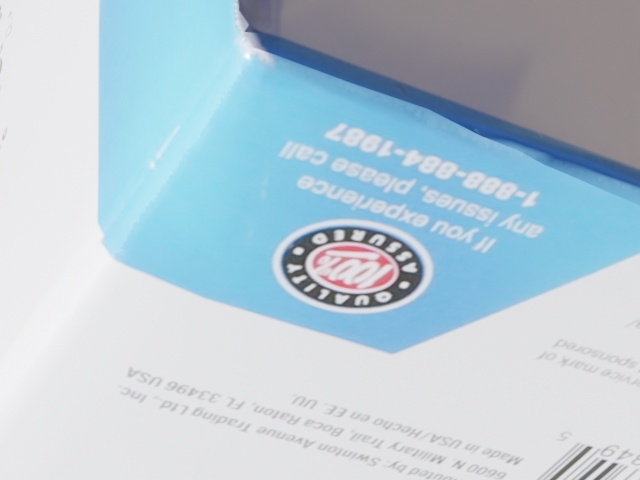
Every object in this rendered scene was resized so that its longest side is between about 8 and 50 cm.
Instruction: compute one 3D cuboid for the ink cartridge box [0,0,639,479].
[{"bbox_3d":[0.000,0.000,0.484,0.198,0.197,0.270,18,135,-24],"label":"ink cartridge box"}]
